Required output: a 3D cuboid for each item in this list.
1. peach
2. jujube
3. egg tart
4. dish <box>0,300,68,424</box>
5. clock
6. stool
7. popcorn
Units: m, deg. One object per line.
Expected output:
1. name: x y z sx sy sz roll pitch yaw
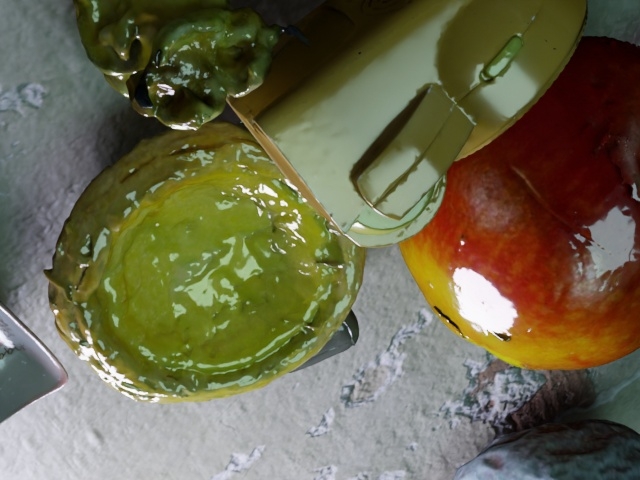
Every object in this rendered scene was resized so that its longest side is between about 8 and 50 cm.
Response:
1. peach: 0.257 -0.045 1.780 0.370 0.370 0.370 -20 136 -20
2. jujube: 0.331 0.355 2.312 0.308 0.215 0.246 -2 139 -40
3. egg tart: -0.122 0.009 1.720 0.345 0.132 0.345 -13 128 -18
4. dish: -0.371 0.111 1.693 0.151 0.077 0.212 -35 140 0
5. clock: 0.087 -0.161 1.523 0.317 0.244 0.200 -44 114 1
6. stool: -0.016 0.096 1.921 0.110 0.096 0.096 -27 139 -3
7. popcorn: -0.129 -0.196 1.486 0.174 0.195 0.168 -4 110 -27
